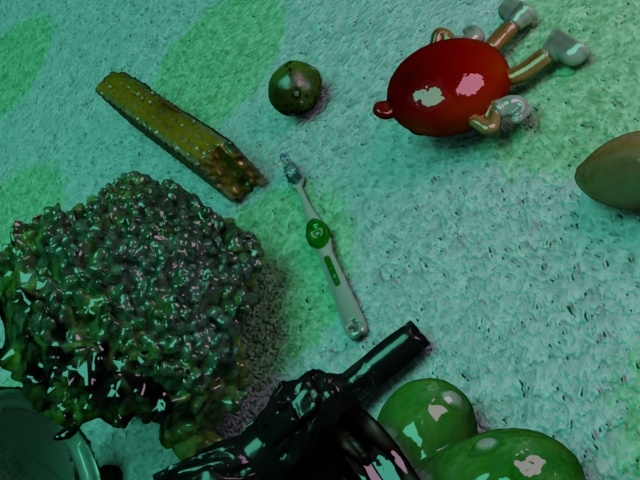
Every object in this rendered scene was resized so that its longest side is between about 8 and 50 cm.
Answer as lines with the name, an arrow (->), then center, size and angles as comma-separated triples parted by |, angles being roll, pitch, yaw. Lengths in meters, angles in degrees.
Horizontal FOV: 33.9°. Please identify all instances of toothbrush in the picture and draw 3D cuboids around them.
toothbrush -> 0.001, 0.001, 1.210 | 0.030, 0.030, 0.304 | -38, 46, 16

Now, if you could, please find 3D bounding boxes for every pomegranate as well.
pomegranate -> -0.035, -0.192, 1.350 | 0.073, 0.073, 0.084 | -66, 7, -16

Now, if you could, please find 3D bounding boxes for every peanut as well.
peanut -> 0.298, -0.065, 0.946 | 0.152, 0.076, 0.076 | 2, 63, 49

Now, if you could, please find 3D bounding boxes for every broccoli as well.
broccoli -> -0.225, 0.087, 1.191 | 0.348, 0.293, 0.281 | -86, 12, -46

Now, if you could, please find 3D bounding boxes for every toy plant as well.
toy plant -> 0.085, 0.214, 0.886 | 0.235, 0.175, 0.218 | -29, 33, -13

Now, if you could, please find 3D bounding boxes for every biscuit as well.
biscuit -> -0.203, -0.151, 1.450 | 0.054, 0.094, 0.379 | -49, 41, -5

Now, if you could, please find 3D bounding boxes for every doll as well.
doll -> 0.164, -0.174, 1.144 | 0.217, 0.085, 0.183 | -32, 44, -3

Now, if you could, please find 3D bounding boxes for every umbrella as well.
umbrella -> -0.031, 0.198, 1.053 | 0.340, 0.118, 0.118 | -38, 42, 3

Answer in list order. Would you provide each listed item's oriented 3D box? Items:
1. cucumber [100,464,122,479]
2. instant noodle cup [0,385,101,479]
cucumber -> -0.269, 0.312, 1.227 | 0.067, 0.035, 0.107 | -13, 53, 38
instant noodle cup -> -0.419, 0.317, 1.174 | 0.312, 0.284, 0.284 | -34, 44, 21
